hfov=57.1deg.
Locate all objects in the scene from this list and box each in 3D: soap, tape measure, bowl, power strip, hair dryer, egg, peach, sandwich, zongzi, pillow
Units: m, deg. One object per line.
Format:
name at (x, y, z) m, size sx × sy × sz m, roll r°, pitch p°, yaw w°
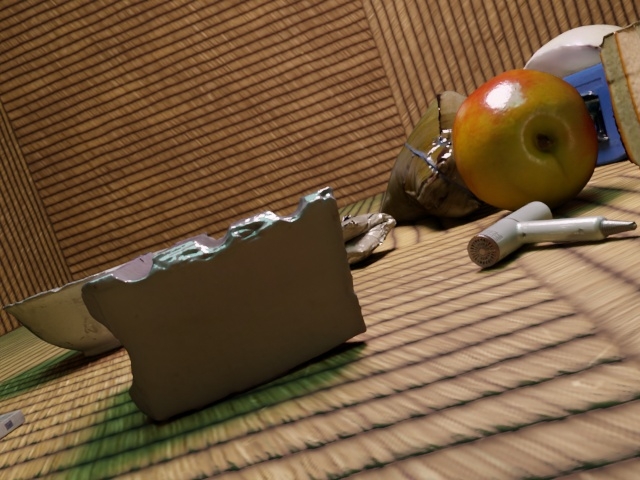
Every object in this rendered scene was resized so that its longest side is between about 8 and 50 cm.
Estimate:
soap at (-0.100, 0.056, 0.671) m, size 0.257 × 0.159 × 0.302 m, roll -24°, pitch 8°, yaw -7°
tape measure at (0.532, -0.259, 1.232) m, size 0.097 × 0.216 × 0.351 m, roll -22°, pitch 6°, yaw -25°
bowl at (-0.419, 0.134, 1.128) m, size 0.313 × 0.146 × 0.313 m, roll -18°, pitch 5°, yaw 2°
power strip at (-0.412, 0.241, 0.697) m, size 0.050 × 0.019 × 0.136 m, roll -17°, pitch 6°, yaw 14°
hair dryer at (0.286, -0.015, 0.678) m, size 0.183 × 0.044 × 0.154 m, roll -7°, pitch 14°, yaw 46°
egg at (0.629, -0.373, 1.340) m, size 0.337 × 0.337 × 0.201 m, roll -11°, pitch 45°, yaw 60°
peach at (0.316, -0.151, 0.921) m, size 0.230 × 0.231 × 0.231 m, roll -20°, pitch 5°, yaw 2°
sandwich at (0.590, -0.256, 0.934) m, size 0.198 × 0.228 × 0.155 m, roll -21°, pitch 6°, yaw -11°
zongzi at (0.221, -0.092, 1.261) m, size 0.393 × 0.174 × 0.356 m, roll -55°, pitch 10°, yaw 31°
pillow at (0.042, 0.009, 1.092) m, size 0.181 × 0.078 × 0.134 m, roll -26°, pitch 1°, yaw 43°

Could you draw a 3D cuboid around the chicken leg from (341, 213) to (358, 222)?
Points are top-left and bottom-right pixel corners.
chicken leg at (0.000, 0.000, 1.280) m, size 0.227 × 0.088 × 0.103 m, roll -27°, pitch -5°, yaw -32°
